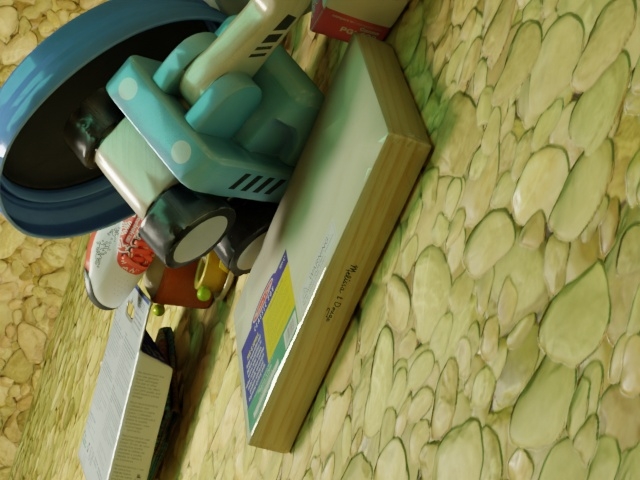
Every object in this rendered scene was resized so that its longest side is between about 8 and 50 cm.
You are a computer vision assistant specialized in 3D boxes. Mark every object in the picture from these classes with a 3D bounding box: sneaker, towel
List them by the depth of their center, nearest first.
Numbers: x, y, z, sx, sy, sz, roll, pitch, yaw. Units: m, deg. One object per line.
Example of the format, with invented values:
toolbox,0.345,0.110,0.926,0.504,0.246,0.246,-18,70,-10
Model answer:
sneaker,-0.247,-0.023,2.018,0.145,0.090,0.270,4,69,46
towel,-0.309,0.355,2.258,0.271,0.040,0.370,-109,39,-62

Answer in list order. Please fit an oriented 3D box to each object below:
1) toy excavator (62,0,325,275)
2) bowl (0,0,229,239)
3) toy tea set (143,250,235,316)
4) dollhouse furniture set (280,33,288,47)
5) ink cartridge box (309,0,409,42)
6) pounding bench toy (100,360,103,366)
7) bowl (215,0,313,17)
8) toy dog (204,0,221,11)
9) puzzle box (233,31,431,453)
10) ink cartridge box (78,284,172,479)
toy excavator,-0.099,-0.196,1.596,0.445,0.433,0.222,-48,68,17
bowl,-0.264,-0.163,1.793,0.077,0.391,0.391,51,134,23
toy tea set,-0.192,-0.048,2.100,0.200,0.124,0.336,134,148,-58
dollhouse furniture set,-0.173,-0.260,2.155,0.212,0.161,0.242,-32,-26,-42
ink cartridge box,0.072,-0.349,1.575,0.218,0.092,0.158,125,156,-52
pounding bench toy,-0.351,0.249,2.418,0.052,0.083,0.065,146,139,-65
bowl,-0.035,-0.423,1.817,0.134,0.298,0.297,3,72,28
toy dog,-0.157,-0.359,2.004,0.333,0.220,0.161,-49,-21,-51
puzzle box,0.000,0.000,1.548,0.272,0.052,0.409,-103,32,-58
ink cartridge box,-0.294,0.230,2.135,0.324,0.071,0.330,-150,75,-73
